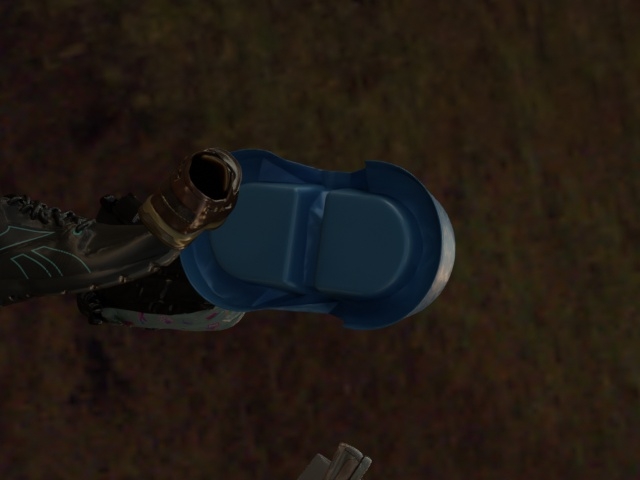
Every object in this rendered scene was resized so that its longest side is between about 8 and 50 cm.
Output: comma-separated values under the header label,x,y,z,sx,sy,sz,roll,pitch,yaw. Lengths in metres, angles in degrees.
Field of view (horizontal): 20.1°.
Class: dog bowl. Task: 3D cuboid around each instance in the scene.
label,x,y,z,sx,sy,sz,roll,pitch,yaw
dog bowl,0.000,0.000,1.816,0.074,0.297,0.165,11,87,-62

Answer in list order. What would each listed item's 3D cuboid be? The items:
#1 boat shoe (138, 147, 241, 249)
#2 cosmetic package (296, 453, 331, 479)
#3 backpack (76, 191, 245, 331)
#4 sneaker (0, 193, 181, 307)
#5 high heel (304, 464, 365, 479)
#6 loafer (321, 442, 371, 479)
label,x,y,z,sx,sy,sz,roll,pitch,yaw
boat shoe,-0.098,-0.046,1.557,0.064,0.060,0.178,44,22,-2
cosmetic package,0.062,0.360,2.046,0.107,0.127,0.238,-51,130,-6
backpack,-0.164,0.034,1.998,0.115,0.182,0.152,29,69,-67
sneaker,-0.262,0.005,1.661,0.101,0.267,0.106,0,80,-87
high heel,0.087,0.401,2.415,0.093,0.186,0.261,-46,125,-11
loafer,0.001,0.260,1.834,0.039,0.125,0.045,38,5,1
